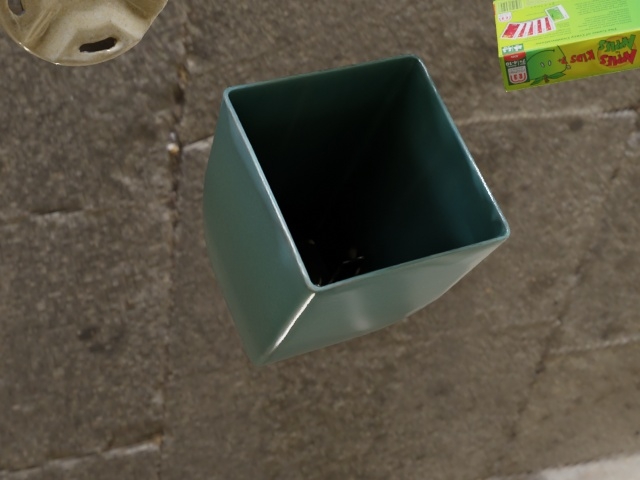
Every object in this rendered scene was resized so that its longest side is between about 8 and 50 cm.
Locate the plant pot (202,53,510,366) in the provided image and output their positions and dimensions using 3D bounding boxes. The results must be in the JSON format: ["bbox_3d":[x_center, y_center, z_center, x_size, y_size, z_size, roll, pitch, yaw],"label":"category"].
[{"bbox_3d":[0.000,0.000,0.886,0.166,0.165,0.234,-14,157,-26],"label":"plant pot"}]

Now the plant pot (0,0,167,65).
[{"bbox_3d":[-0.343,-0.383,1.406,0.334,0.305,0.334,-19,131,-23],"label":"plant pot"}]

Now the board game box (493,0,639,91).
[{"bbox_3d":[0.254,-0.195,1.026,0.181,0.092,0.043,-9,133,13],"label":"board game box"}]
